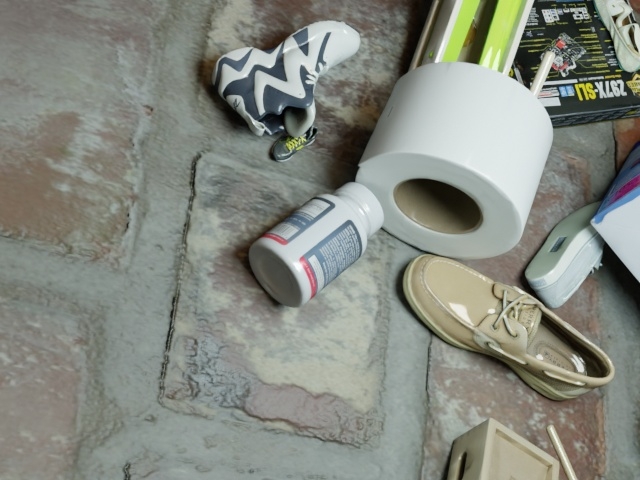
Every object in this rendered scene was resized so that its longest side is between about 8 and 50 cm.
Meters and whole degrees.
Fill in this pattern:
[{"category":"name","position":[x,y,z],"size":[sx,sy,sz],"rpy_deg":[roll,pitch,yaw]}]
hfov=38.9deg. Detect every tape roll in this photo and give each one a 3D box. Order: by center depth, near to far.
[{"category":"tape roll","position":[0.190,-0.109,1.284],"size":[0.246,0.246,0.169],"rpy_deg":[32,62,-12]}]

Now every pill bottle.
[{"category":"pill bottle","position":[0.000,0.000,1.237],"size":[0.180,0.108,0.108],"rpy_deg":[-38,91,-31]}]

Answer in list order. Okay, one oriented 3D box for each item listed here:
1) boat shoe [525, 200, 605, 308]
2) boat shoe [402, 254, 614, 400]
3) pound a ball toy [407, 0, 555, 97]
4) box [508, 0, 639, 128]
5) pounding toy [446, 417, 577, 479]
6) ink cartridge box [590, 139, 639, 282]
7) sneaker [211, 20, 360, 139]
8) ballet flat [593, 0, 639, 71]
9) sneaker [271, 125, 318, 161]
[{"category":"boat shoe","position":[0.408,0.023,1.450],"size":[0.227,0.079,0.081],"rpy_deg":[-43,113,-31]},{"category":"boat shoe","position":[0.279,0.116,1.327],"size":[0.341,0.110,0.121],"rpy_deg":[30,62,-13]},{"category":"pound a ball toy","position":[0.257,-0.298,1.424],"size":[0.208,0.136,0.319],"rpy_deg":[18,91,-19]},{"category":"box","position":[0.425,-0.327,1.569],"size":[0.322,0.079,0.257],"rpy_deg":[-11,80,-28]},{"category":"pounding toy","position":[0.282,0.343,1.263],"size":[0.206,0.094,0.181],"rpy_deg":[34,43,-12]},{"category":"ink cartridge box","position":[0.625,-0.050,1.488],"size":[0.270,0.151,0.395],"rpy_deg":[50,39,-2]},{"category":"sneaker","position":[-0.021,-0.217,1.293],"size":[0.235,0.094,0.153],"rpy_deg":[-20,70,-29]},{"category":"ballet flat","position":[0.522,-0.372,1.557],"size":[0.057,0.052,0.168],"rpy_deg":[-13,79,-29]},{"category":"sneaker","position":[-0.036,-0.145,1.310],"size":[0.083,0.035,0.031],"rpy_deg":[-38,91,-30]}]
